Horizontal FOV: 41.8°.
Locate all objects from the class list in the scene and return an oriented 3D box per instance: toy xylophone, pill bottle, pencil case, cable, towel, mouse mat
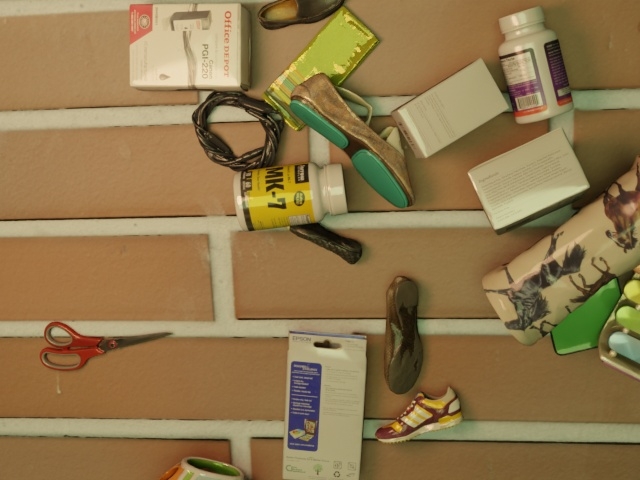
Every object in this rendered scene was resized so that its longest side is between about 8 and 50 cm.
[{"bbox_3d":[0.672,0.120,1.582,0.236,0.081,0.323,18,100,2],"label":"toy xylophone"},{"bbox_3d":[0.384,-0.318,1.516,0.108,0.108,0.194,-15,100,10],"label":"pill bottle"},{"bbox_3d":[0.477,0.023,1.521,0.410,0.183,0.160,-42,79,23],"label":"pencil case"},{"bbox_3d":[-0.167,-0.213,1.646,0.184,0.047,0.151,18,111,6],"label":"cable"},{"bbox_3d":[-0.055,-0.088,1.612,0.208,0.119,0.119,-8,101,4],"label":"pill bottle"},{"bbox_3d":[-0.002,-0.328,1.608,0.102,0.021,0.237,43,103,-4],"label":"towel"},{"bbox_3d":[0.516,0.125,1.646,0.152,0.007,0.190,-15,99,10],"label":"mouse mat"}]

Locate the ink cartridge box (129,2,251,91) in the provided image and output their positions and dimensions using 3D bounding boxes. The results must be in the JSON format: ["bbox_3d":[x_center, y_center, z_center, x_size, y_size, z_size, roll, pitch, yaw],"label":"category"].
[{"bbox_3d":[-0.245,-0.364,1.588,0.217,0.092,0.159,1,95,5],"label":"ink cartridge box"}]

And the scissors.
[{"bbox_3d":[-0.457,0.232,1.787,0.297,0.021,0.109,3,100,6],"label":"scissors"}]

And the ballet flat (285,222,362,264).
[{"bbox_3d":[0.000,0.000,1.660,0.173,0.057,0.049,25,125,5],"label":"ballet flat"}]

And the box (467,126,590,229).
[{"bbox_3d":[0.375,-0.101,1.516,0.181,0.181,0.119,-25,82,11],"label":"box"}]

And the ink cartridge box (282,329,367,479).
[{"bbox_3d":[0.011,0.337,1.726,0.165,0.065,0.333,5,104,6],"label":"ink cartridge box"}]

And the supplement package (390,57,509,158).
[{"bbox_3d":[0.234,-0.240,1.537,0.179,0.105,0.105,-31,96,0],"label":"supplement package"}]

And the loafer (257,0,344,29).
[{"bbox_3d":[-0.037,-0.434,1.569,0.170,0.061,0.062,-18,98,10],"label":"loafer"}]

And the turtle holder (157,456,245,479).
[{"bbox_3d":[-0.217,0.584,1.719,0.320,0.243,0.228,14,86,13],"label":"turtle holder"}]

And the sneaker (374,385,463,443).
[{"bbox_3d":[0.194,0.353,1.709,0.185,0.069,0.084,-18,90,4],"label":"sneaker"}]

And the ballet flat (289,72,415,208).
[{"bbox_3d":[0.084,-0.197,1.582,0.316,0.107,0.106,43,70,-13],"label":"ballet flat"}]

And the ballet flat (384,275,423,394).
[{"bbox_3d":[0.159,0.189,1.684,0.084,0.058,0.250,-11,109,-27],"label":"ballet flat"}]
